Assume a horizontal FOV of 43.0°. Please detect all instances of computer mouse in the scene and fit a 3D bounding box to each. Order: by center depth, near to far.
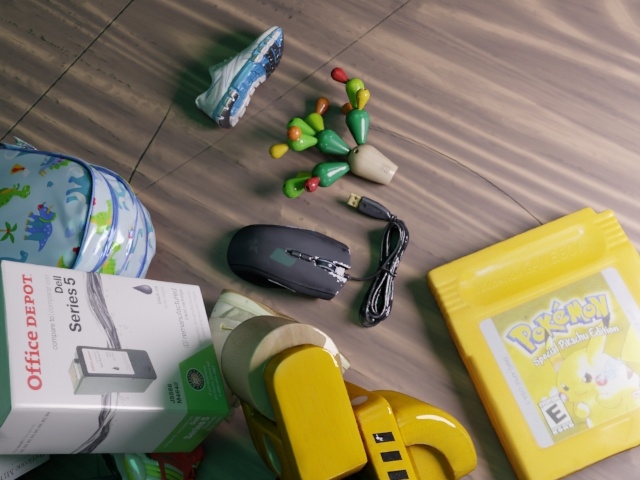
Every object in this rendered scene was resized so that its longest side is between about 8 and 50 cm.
[{"bbox_3d":[0.000,0.000,1.188,0.262,0.060,0.184,20,75,11],"label":"computer mouse"}]

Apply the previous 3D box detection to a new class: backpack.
[{"bbox_3d":[-0.416,0.000,1.147,0.356,0.273,0.290,12,65,-4],"label":"backpack"}]

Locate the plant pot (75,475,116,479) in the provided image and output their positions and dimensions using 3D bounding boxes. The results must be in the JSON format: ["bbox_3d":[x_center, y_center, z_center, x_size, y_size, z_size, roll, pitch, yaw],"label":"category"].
[{"bbox_3d":[-0.377,0.427,0.973,0.247,0.252,0.248,-16,70,0],"label":"plant pot"}]

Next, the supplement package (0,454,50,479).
[{"bbox_3d":[-0.504,0.236,0.988,0.204,0.262,0.145,10,110,30],"label":"supplement package"}]

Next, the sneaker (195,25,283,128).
[{"bbox_3d":[-0.132,-0.274,1.294,0.083,0.071,0.190,30,76,20],"label":"sneaker"}]

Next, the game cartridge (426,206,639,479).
[{"bbox_3d":[0.338,0.136,1.114,0.285,0.052,0.323,-22,71,-3],"label":"game cartridge"}]

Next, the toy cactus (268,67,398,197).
[{"bbox_3d":[0.034,-0.147,1.224,0.180,0.112,0.219,29,67,4],"label":"toy cactus"}]

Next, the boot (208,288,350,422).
[{"bbox_3d":[-0.082,0.181,1.125,0.213,0.077,0.165,25,76,15],"label":"boot"}]

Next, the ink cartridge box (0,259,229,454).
[{"bbox_3d":[-0.272,0.149,1.000,0.115,0.273,0.198,-47,48,35],"label":"ink cartridge box"}]

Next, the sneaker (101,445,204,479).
[{"bbox_3d":[-0.200,0.320,1.076,0.118,0.107,0.279,-15,80,-37],"label":"sneaker"}]

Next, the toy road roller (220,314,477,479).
[{"bbox_3d":[0.041,0.229,1.006,0.241,0.202,0.329,-22,98,-20],"label":"toy road roller"}]
